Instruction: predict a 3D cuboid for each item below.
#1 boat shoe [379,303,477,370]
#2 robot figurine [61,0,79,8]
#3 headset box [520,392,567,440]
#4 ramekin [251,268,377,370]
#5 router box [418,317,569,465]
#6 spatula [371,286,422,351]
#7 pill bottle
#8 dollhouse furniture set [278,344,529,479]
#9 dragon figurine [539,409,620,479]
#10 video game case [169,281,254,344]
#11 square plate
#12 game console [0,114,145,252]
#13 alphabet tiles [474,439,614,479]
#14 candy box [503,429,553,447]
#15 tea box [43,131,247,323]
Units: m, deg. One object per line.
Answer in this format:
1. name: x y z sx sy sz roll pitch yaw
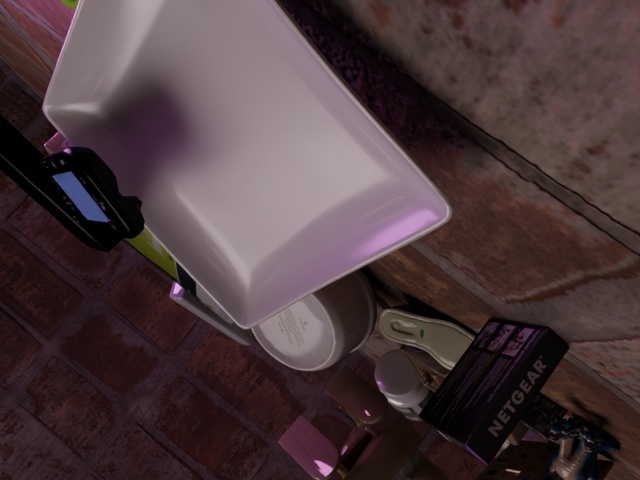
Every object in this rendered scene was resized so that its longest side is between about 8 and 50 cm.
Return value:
1. boat shoe: 0.222 0.174 0.987 0.233 0.084 0.079 21 -163 38
2. robot figurine: -0.279 -0.307 0.599 0.101 0.067 0.115 55 178 29
3. headset box: 0.395 0.313 0.974 0.083 0.062 0.032 33 169 24
4. ramekin: -0.031 0.143 1.113 0.272 0.127 0.273 14 119 26
5. router box: 0.221 0.188 0.711 0.046 0.179 0.133 42 169 -9
6. spatula: 0.126 0.132 1.136 0.296 0.084 0.030 39 142 36
7. pill bottle: 0.267 0.435 1.636 0.161 0.161 0.283 31 166 34
8. dollhouse furniture set: 0.195 0.413 1.101 0.256 0.394 0.362 25 155 50
9. dragon figurine: 0.455 0.366 0.935 0.085 0.144 0.289 26 -177 42
10. video game case: -0.185 0.036 1.156 0.036 0.300 0.329 4 156 18
11. square plate: -0.097 -0.091 0.517 0.344 0.049 0.347 49 137 -7
12. game console: -0.306 -0.065 0.641 0.361 0.044 0.213 5 141 54
13. alphabet tiles: 0.453 0.466 1.100 0.237 0.198 0.009 -15 93 49
14. candy box: 0.535 0.533 1.403 0.164 0.070 0.196 34 169 21
15. tea box: -0.187 -0.060 0.836 0.323 0.220 0.329 38 162 -3
